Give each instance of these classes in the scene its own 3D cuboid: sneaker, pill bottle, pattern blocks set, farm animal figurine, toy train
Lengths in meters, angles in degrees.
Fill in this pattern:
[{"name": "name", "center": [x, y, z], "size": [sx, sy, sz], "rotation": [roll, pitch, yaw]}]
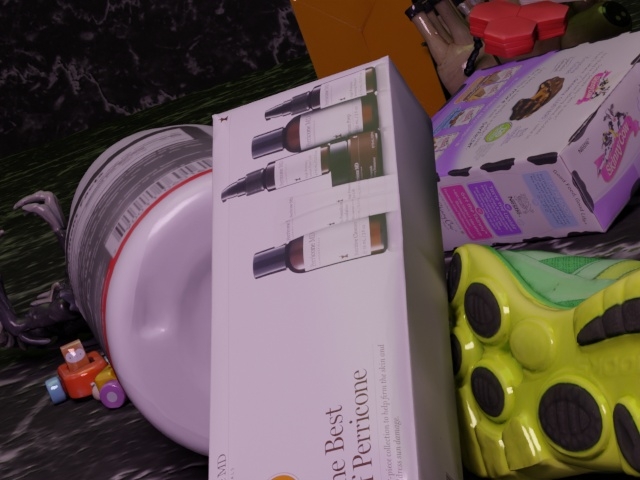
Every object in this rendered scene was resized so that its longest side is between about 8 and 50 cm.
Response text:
[{"name": "sneaker", "center": [0.140, 0.054, 0.715], "size": [0.123, 0.109, 0.295], "rotation": [0, 1, -22]}, {"name": "pill bottle", "center": [-0.067, 0.017, 1.009], "size": [0.161, 0.161, 0.283], "rotation": [-22, 15, -10]}, {"name": "pattern blocks set", "center": [0.230, -0.247, 1.437], "size": [0.285, 0.026, 0.325], "rotation": [-10, 30, -4]}, {"name": "farm animal figurine", "center": [0.215, -0.206, 1.700], "size": [0.330, 0.172, 0.327], "rotation": [-33, 2, -22]}, {"name": "toy train", "center": [-0.121, 0.072, 1.201], "size": [0.166, 0.046, 0.125], "rotation": [-22, 11, -7]}]

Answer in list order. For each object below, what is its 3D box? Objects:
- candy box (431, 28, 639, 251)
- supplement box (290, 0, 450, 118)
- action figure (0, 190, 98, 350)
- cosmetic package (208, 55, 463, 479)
[{"name": "candy box", "center": [0.158, -0.071, 1.228], "size": [0.196, 0.070, 0.165], "rotation": [-8, 32, 50]}, {"name": "supplement box", "center": [0.061, -0.226, 1.960], "size": [0.129, 0.191, 0.194], "rotation": [-19, 10, 8]}, {"name": "action figure", "center": [-0.249, 0.033, 1.397], "size": [0.275, 0.141, 0.164], "rotation": [-19, -1, 18]}, {"name": "cosmetic package", "center": [0.003, 0.033, 0.756], "size": [0.098, 0.060, 0.239], "rotation": [-19, 50, 20]}]
